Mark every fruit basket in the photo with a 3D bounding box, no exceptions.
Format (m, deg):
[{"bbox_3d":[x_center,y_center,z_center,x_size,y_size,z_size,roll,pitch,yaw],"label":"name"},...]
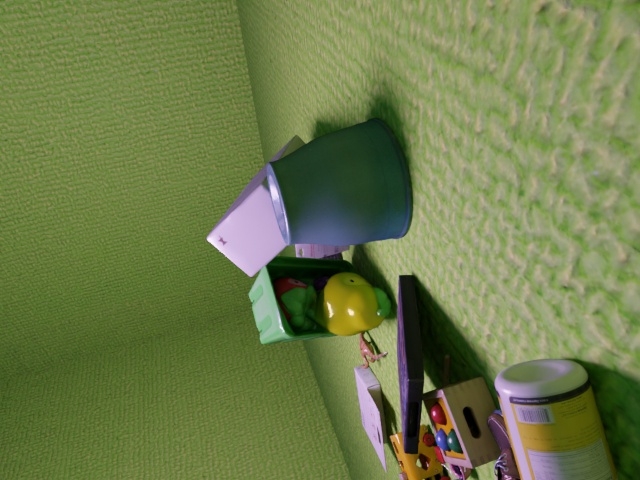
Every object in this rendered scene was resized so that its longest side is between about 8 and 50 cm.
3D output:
[{"bbox_3d":[0.024,0.163,1.270,0.392,0.391,0.283,98,155,-63],"label":"fruit basket"}]

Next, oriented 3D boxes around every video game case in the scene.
[{"bbox_3d":[0.185,0.255,0.933,0.275,0.035,0.249,-81,-12,-52],"label":"video game case"}]

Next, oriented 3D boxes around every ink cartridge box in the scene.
[{"bbox_3d":[0.000,0.000,1.419,0.104,0.179,0.060,88,164,-46],"label":"ink cartridge box"},{"bbox_3d":[0.197,0.614,1.545,0.239,0.060,0.276,-130,29,-65],"label":"ink cartridge box"}]

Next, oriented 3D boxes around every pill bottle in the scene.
[{"bbox_3d":[0.280,0.242,0.518,0.103,0.103,0.184,152,103,-79],"label":"pill bottle"}]

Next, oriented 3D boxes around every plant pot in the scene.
[{"bbox_3d":[0.025,-0.104,0.962,0.271,0.254,0.272,165,90,-79],"label":"plant pot"}]

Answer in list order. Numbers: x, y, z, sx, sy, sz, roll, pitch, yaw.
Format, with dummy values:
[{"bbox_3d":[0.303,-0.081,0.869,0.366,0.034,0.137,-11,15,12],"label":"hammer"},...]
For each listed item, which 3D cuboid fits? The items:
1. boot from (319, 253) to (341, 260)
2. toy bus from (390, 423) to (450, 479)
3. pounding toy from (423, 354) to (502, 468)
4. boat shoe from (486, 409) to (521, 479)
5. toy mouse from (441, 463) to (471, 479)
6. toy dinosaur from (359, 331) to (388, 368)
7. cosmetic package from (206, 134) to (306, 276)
[{"bbox_3d":[0.001,0.023,1.681,0.223,0.118,0.339,117,150,-78],"label":"boot"},{"bbox_3d":[0.247,0.570,1.106,0.202,0.104,0.191,-132,29,-68],"label":"toy bus"},{"bbox_3d":[0.241,0.316,0.837,0.206,0.094,0.181,103,150,-67],"label":"pounding toy"},{"bbox_3d":[0.297,0.340,0.654,0.183,0.066,0.066,-118,17,-50],"label":"boat shoe"},{"bbox_3d":[0.305,0.513,0.934,0.143,0.031,0.161,-159,55,-76],"label":"toy mouse"},{"bbox_3d":[0.153,0.358,1.420,0.211,0.064,0.113,-131,30,-66],"label":"toy dinosaur"},{"bbox_3d":[-0.129,-0.122,1.282,0.161,0.230,0.453,44,-154,-14],"label":"cosmetic package"}]
